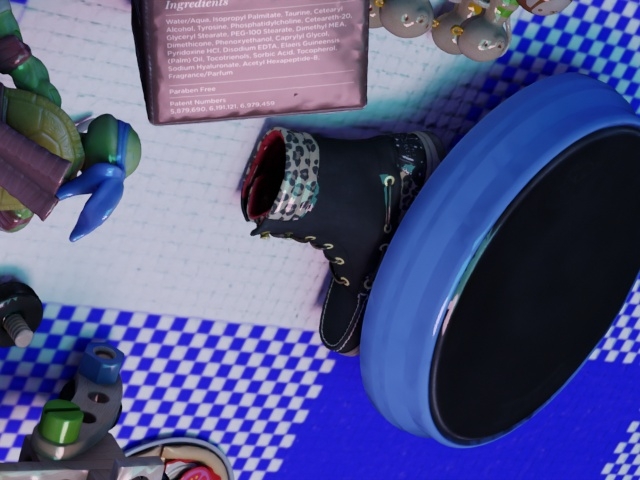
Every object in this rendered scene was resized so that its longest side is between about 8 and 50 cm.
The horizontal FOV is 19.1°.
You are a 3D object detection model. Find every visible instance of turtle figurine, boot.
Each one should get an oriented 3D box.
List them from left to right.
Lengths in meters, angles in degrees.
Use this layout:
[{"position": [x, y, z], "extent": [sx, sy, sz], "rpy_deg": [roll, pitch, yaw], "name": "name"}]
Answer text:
[{"position": [-0.276, -0.101, 1.426], "extent": [0.266, 0.275, 0.198], "rpy_deg": [1, 148, -14], "name": "turtle figurine"}, {"position": [0.000, -0.002, 1.736], "extent": [0.178, 0.085, 0.236], "rpy_deg": [4, 121, -34], "name": "boot"}]

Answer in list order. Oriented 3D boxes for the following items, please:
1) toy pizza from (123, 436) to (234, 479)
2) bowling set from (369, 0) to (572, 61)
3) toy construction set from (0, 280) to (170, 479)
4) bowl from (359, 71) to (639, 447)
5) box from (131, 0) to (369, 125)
[{"position": [-0.168, 0.278, 1.866], "extent": [0.201, 0.032, 0.201], "rpy_deg": [-21, 134, -23], "name": "toy pizza"}, {"position": [0.103, -0.209, 1.564], "extent": [0.287, 0.200, 0.154], "rpy_deg": [14, 115, -39], "name": "bowling set"}, {"position": [-0.263, 0.223, 1.595], "extent": [0.309, 0.237, 0.257], "rpy_deg": [-51, 138, 9], "name": "toy construction set"}, {"position": [0.197, 0.029, 1.838], "extent": [0.391, 0.077, 0.391], "rpy_deg": [-35, 143, -31], "name": "bowl"}, {"position": [-0.057, -0.215, 1.408], "extent": [0.167, 0.168, 0.203], "rpy_deg": [-4, 125, -8], "name": "box"}]
